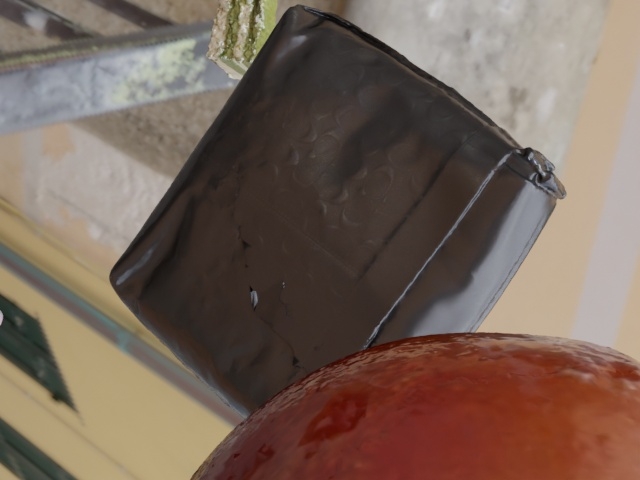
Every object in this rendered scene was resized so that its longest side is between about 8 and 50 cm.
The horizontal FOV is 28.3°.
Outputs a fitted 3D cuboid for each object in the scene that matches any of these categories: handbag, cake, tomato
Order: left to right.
[{"bbox_3d":[-0.066,-0.212,1.120,0.055,0.051,0.140,4,90,-66],"label":"cake"},{"bbox_3d":[0.000,0.000,0.785,0.247,0.223,0.080,-55,149,7],"label":"handbag"},{"bbox_3d":[0.008,0.106,0.361,0.112,0.228,0.199,24,55,-28],"label":"tomato"}]

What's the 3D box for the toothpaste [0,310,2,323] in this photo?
[{"bbox_3d":[-0.209,-0.027,0.450,0.033,0.218,0.052,-53,-178,43],"label":"toothpaste"}]
